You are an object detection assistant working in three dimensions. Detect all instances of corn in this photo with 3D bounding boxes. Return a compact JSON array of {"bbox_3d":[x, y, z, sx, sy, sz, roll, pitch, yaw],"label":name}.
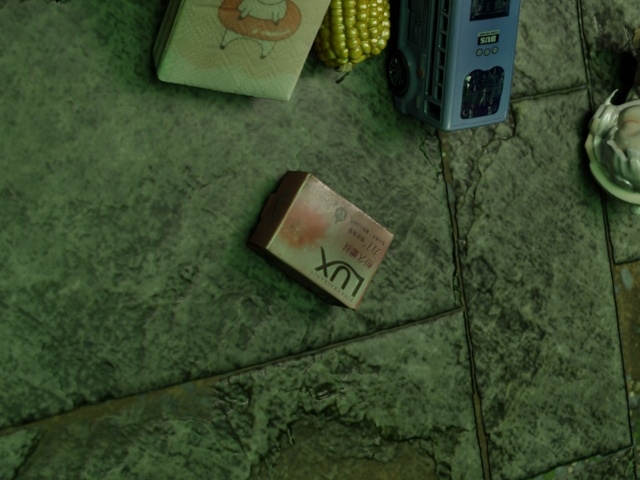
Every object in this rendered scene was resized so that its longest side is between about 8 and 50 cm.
[{"bbox_3d":[0.026,-0.339,1.601,0.101,0.101,0.311,-8,97,-28],"label":"corn"}]

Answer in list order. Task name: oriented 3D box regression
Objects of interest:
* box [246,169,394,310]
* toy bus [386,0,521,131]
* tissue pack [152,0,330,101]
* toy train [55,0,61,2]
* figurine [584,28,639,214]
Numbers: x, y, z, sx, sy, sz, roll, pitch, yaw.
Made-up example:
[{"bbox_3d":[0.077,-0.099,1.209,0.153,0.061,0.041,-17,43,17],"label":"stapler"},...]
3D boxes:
[{"bbox_3d":[0.000,0.000,1.633,0.156,0.060,0.111,34,79,-25],"label":"box"},{"bbox_3d":[0.166,-0.283,1.625,0.125,0.133,0.292,-12,120,-27],"label":"toy bus"},{"bbox_3d":[-0.054,-0.308,1.480,0.170,0.071,0.325,8,125,-26],"label":"tissue pack"},{"bbox_3d":[-0.313,-0.337,1.333,0.145,0.266,0.202,-13,89,-28],"label":"toy train"},{"bbox_3d":[0.436,-0.151,1.810,0.162,0.141,0.237,18,92,16],"label":"figurine"}]
